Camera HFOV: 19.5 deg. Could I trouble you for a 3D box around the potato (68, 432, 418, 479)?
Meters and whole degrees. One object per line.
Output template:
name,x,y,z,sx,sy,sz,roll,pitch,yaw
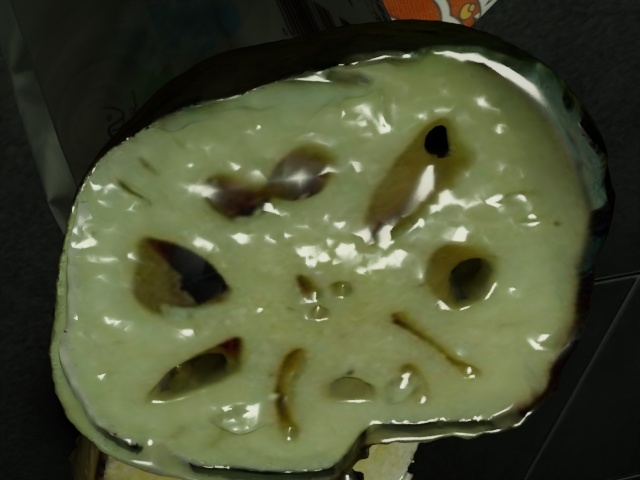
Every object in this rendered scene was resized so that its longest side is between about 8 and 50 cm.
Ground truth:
potato,-0.052,0.109,1.170,0.239,0.116,0.299,-20,138,-16

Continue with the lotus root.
lotus root,0.001,-0.003,0.635,0.183,0.078,0.203,5,130,-14

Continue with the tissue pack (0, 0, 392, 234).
tissue pack,-0.061,-0.075,0.774,0.145,0.229,0.159,-37,146,22

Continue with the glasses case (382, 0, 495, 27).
glasses case,-0.001,-0.102,0.927,0.267,0.067,0.103,-40,146,26
